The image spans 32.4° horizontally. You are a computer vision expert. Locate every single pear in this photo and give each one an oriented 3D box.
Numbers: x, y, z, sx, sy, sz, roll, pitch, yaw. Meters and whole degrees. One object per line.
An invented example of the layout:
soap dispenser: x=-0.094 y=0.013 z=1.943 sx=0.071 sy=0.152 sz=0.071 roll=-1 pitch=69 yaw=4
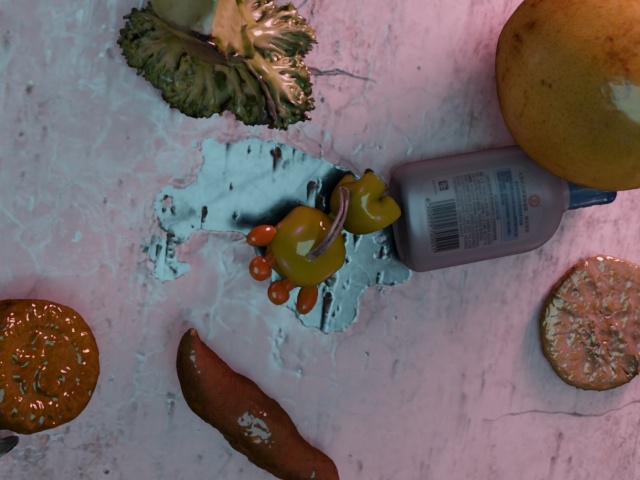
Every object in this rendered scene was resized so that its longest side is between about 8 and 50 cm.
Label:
pear: x=0.390 y=-0.220 z=1.513 sx=0.314 sy=0.314 sz=0.314 roll=-2 pitch=99 yaw=-13

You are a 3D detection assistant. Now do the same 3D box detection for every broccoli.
broccoli: x=-0.148 y=-0.270 z=1.359 sx=0.221 sy=0.361 sz=0.252 roll=-42 pitch=68 yaw=2

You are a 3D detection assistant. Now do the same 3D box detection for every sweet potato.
sweet potato: x=-0.107 y=0.251 z=1.575 sx=0.106 sy=0.095 sz=0.354 roll=-21 pitch=122 yaw=36

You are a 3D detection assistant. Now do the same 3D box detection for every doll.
doll: x=0.000 y=0.000 z=1.538 sx=0.221 sy=0.135 sz=0.143 roll=-38 pitch=108 yaw=-18

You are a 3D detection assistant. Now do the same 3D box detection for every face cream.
face cream: x=0.272 y=-0.058 z=1.623 sx=0.337 sy=0.080 sz=0.163 roll=-11 pitch=100 yaw=-12

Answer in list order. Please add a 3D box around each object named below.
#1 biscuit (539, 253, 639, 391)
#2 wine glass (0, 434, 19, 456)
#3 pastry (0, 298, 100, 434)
biscuit: x=0.442 y=0.130 z=1.718 sx=0.220 sy=0.033 sz=0.220 roll=-2 pitch=98 yaw=-13
wine glass: x=-0.472 y=0.222 z=1.489 sx=0.073 sy=0.073 sz=0.155 roll=-26 pitch=103 yaw=-9
pastry: x=-0.392 y=0.165 z=1.454 sx=0.189 sy=0.103 sz=0.188 roll=6 pitch=82 yaw=-42
